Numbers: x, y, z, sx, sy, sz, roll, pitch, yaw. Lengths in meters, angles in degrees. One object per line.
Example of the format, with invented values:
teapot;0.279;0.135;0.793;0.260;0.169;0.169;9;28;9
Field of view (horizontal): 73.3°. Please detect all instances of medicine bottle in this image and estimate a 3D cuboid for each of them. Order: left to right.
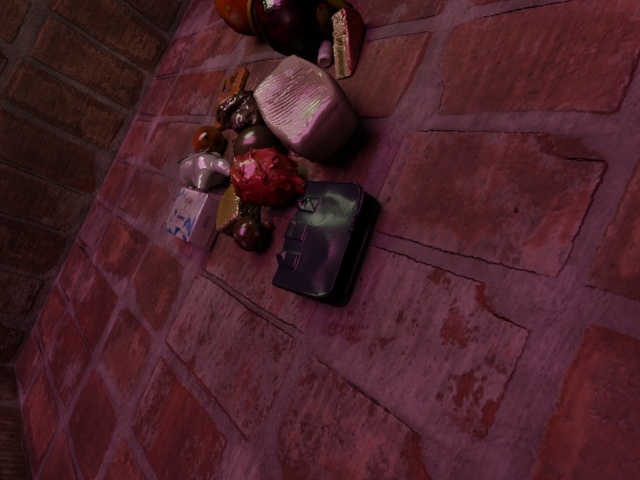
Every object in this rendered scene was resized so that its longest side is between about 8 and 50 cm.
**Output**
medicine bottle;0.018;-0.689;1.585;0.052;0.052;0.089;-18;56;40

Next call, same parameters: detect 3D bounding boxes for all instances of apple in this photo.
apple;-0.501;-0.445;1.932;0.146;0.146;0.146;-23;54;37

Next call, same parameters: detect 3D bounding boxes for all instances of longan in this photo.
longan;-0.231;-0.338;1.577;0.189;0.189;0.189;-23;54;37

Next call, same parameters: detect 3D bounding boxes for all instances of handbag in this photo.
handbag;0.000;0.000;1.191;0.269;0.118;0.326;13;78;42

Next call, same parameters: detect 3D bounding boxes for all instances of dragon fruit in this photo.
dragon fruit;-0.167;-0.208;1.420;0.268;0.205;0.210;10;55;13

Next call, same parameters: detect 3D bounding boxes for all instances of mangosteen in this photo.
mangosteen;-0.072;-0.852;1.591;0.359;0.306;0.306;-2;67;29

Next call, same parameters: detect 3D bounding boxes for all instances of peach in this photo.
peach;-0.306;-1.101;1.951;0.406;0.310;0.335;26;52;39

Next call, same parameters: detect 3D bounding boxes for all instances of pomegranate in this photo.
pomegranate;-0.233;-0.027;1.446;0.130;0.130;0.130;-23;54;37

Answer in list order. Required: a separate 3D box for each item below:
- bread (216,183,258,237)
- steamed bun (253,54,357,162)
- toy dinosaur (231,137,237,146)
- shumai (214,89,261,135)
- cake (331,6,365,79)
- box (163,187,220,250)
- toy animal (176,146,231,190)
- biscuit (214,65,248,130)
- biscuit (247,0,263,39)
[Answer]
bread;-0.301;-0.115;1.577;0.138;0.102;0.196;-32;46;28
steamed bun;-0.029;-0.390;1.346;0.247;0.236;0.383;-43;50;7
toy dinosaur;-0.334;-0.395;1.794;0.154;0.055;0.049;40;102;41
shumai;-0.301;-0.507;1.783;0.184;0.218;0.185;-27;94;48
cake;0.106;-0.679;1.500;0.086;0.116;0.220;2;104;50
box;-0.518;-0.093;1.779;0.274;0.116;0.203;17;82;49
toy animal;-0.495;-0.295;1.823;0.208;0.154;0.325;-35;26;-11
biscuit;-0.441;-0.682;2.068;0.202;0.047;0.334;-9;64;43
biscuit;-0.165;-0.951;1.735;0.305;0.305;0.038;-52;58;13
